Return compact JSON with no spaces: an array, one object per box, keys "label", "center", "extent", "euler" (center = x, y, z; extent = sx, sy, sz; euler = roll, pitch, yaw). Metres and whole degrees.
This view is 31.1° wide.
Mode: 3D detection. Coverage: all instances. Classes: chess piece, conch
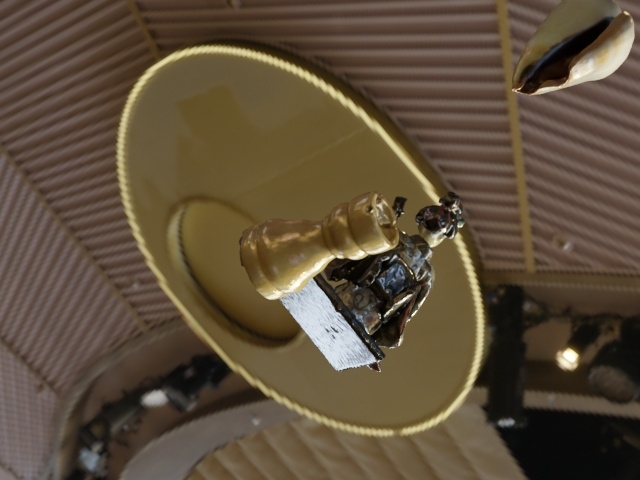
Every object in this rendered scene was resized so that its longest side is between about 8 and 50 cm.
[{"label":"chess piece","center":[0.000,0.000,0.942],"extent":[0.122,0.066,0.066],"euler":[-22,-73,26]},{"label":"conch","center":[0.269,-0.210,1.228],"extent":[0.104,0.176,0.094],"euler":[34,-53,27]}]

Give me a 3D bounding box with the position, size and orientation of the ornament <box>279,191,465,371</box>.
[{"label":"ornament","center":[0.066,0.021,1.197],"extent":[0.166,0.196,0.153],"euler":[52,-17,-2]}]
